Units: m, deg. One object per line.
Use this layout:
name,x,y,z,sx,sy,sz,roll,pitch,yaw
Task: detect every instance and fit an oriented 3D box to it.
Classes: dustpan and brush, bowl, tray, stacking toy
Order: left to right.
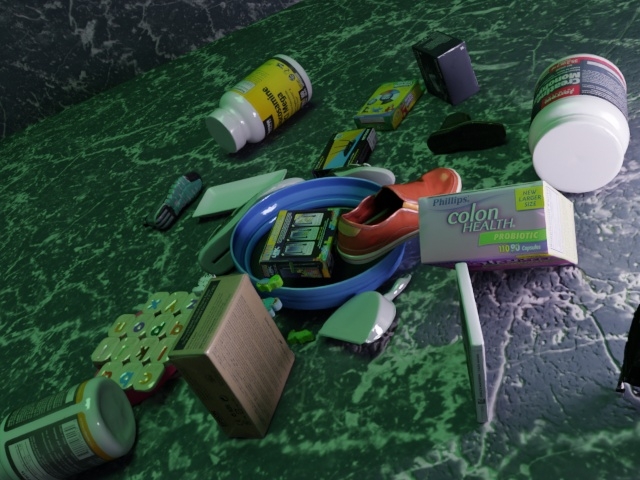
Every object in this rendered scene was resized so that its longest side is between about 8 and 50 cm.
tray,-0.224,-0.124,1.980,0.270,0.030,0.145,-11,37,24
stacking toy,-0.135,0.139,1.422,0.221,0.167,0.052,-6,38,31
bowl,0.000,0.000,1.535,0.391,0.077,0.391,-8,38,6
dustpan and brush,0.108,0.129,1.374,0.147,0.060,0.211,3,49,53

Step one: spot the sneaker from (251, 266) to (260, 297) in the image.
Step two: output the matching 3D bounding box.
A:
sneaker,-0.185,0.106,1.595,0.178,0.072,0.077,-34,32,-11

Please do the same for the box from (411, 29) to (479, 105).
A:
box,0.346,-0.480,1.946,0.093,0.156,0.158,-31,33,-5

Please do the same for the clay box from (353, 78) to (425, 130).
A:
clay box,0.203,-0.400,2.034,0.127,0.053,0.222,3,44,38

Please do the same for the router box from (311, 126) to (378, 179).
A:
router box,0.068,-0.233,1.906,0.133,0.046,0.179,-6,39,31

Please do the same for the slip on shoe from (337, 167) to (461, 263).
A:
slip on shoe,0.166,-0.071,1.435,0.331,0.101,0.123,-31,40,-26

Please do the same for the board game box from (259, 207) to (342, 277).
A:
board game box,-0.035,0.005,1.438,0.141,0.048,0.170,-2,39,17

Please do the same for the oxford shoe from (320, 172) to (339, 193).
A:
oxford shoe,-0.010,-0.105,1.774,0.212,0.076,0.076,-15,62,44

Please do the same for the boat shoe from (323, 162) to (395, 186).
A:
boat shoe,0.097,-0.163,1.759,0.219,0.078,0.070,1,43,39

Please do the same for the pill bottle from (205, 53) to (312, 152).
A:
pill bottle,-0.199,-0.434,2.248,0.334,0.188,0.188,-44,36,-23

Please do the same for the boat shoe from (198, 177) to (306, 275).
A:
boat shoe,-0.171,-0.052,1.735,0.335,0.121,0.119,-35,27,2

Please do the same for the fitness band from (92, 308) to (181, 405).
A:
fitness band,-0.391,0.245,1.565,0.209,0.054,0.291,6,46,40

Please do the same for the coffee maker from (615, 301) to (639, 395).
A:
coffee maker,0.518,0.160,0.958,0.178,0.171,0.120,11,68,17

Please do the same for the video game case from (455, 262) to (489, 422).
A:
video game case,0.240,0.160,1.116,0.022,0.173,0.190,-8,36,8

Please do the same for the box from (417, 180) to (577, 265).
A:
box,0.317,-0.014,1.231,0.213,0.243,0.117,-6,81,29

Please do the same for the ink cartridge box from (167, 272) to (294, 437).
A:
ink cartridge box,-0.152,0.210,1.271,0.088,0.235,0.193,-8,37,26

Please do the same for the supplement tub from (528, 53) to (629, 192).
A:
supplement tub,0.534,-0.246,1.453,0.191,0.191,0.272,-8,37,27

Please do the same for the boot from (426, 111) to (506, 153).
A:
boot,0.374,-0.288,1.742,0.197,0.077,0.137,-1,36,33

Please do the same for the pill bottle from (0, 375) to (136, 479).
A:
pill bottle,-0.517,0.383,1.361,0.278,0.162,0.162,-22,33,8

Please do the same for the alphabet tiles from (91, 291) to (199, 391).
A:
alphabet tiles,-0.363,0.216,1.527,0.284,0.021,0.278,-4,40,28

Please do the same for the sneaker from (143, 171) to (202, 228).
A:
sneaker,-0.447,-0.125,2.099,0.098,0.083,0.224,-3,40,41
